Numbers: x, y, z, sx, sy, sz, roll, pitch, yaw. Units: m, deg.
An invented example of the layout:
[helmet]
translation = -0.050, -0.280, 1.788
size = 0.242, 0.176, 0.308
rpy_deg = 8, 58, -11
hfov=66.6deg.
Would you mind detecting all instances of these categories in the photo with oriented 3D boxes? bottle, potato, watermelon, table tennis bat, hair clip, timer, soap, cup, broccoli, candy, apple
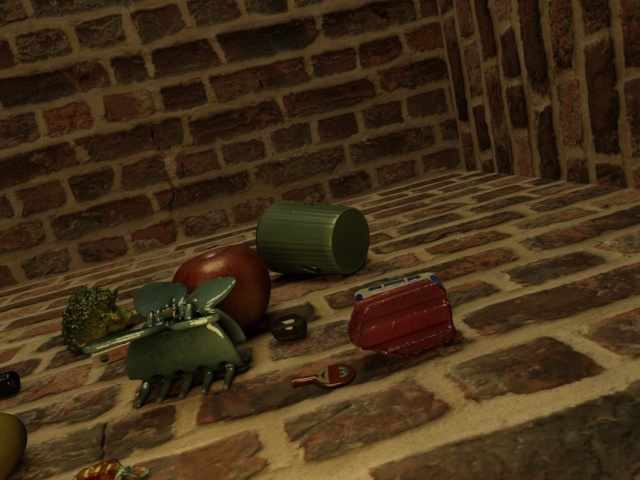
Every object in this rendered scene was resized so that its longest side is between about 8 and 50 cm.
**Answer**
[bottle]
translation = -1.066, 0.470, 1.501
size = 0.244, 0.072, 0.082
rpy_deg = -16, 2, -9
[potato]
translation = -0.728, 0.465, 1.016
size = 0.174, 0.159, 0.251
rpy_deg = -38, 24, 0
[watermelon]
translation = -0.093, 0.255, 1.414
size = 0.111, 0.078, 0.078
rpy_deg = -13, 13, 4
[table tennis bat]
translation = 0.007, 0.325, 1.157
size = 0.155, 0.019, 0.098
rpy_deg = -10, 14, 2
[hair clip]
translation = -0.361, 0.264, 1.277
size = 0.318, 0.238, 0.392
rpy_deg = -12, 16, 3
[timer]
translation = 0.232, 0.176, 1.412
size = 0.254, 0.078, 0.178
rpy_deg = -14, 15, 3
[soap]
translation = 0.189, 0.197, 1.180
size = 0.250, 0.162, 0.099
rpy_deg = -15, 13, -11
[cup]
translation = -0.006, -0.023, 2.004
size = 0.392, 0.310, 0.401
rpy_deg = 4, 24, 39
[broccoli]
translation = -0.822, 0.300, 1.801
size = 0.246, 0.247, 0.288
rpy_deg = 21, -20, -33
[candy]
translation = -0.428, 0.461, 0.959
size = 0.182, 0.046, 0.053
rpy_deg = -12, 11, 14
[apple]
translation = -0.310, 0.165, 1.577
size = 0.345, 0.269, 0.345
rpy_deg = -17, 11, 3

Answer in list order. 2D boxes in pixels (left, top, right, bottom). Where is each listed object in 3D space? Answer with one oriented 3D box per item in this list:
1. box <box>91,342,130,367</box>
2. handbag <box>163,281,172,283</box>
[box]
translation = -0.688, 0.366, 1.616
size = 0.125, 0.043, 0.089
rpy_deg = -18, 14, -20
[handbag]
translation = -0.460, 0.209, 1.902
size = 0.410, 0.116, 0.303
rpy_deg = -12, 10, 4
